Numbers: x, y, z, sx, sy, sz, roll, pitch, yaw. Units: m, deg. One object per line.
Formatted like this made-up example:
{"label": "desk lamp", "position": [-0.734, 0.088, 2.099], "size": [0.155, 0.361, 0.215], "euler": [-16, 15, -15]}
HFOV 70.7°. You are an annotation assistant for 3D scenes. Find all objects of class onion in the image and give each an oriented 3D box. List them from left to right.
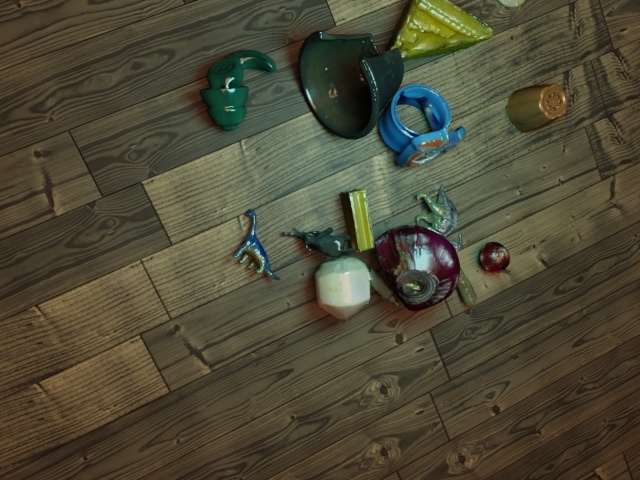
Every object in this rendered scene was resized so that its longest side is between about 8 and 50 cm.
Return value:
{"label": "onion", "position": [0.373, 0.087, 1.662], "size": [0.260, 0.282, 0.336], "euler": [-26, 101, 21]}
{"label": "onion", "position": [0.708, 0.069, 1.842], "size": [0.131, 0.131, 0.131], "euler": [-1, 95, -11]}

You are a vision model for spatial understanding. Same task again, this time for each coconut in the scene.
{"label": "coconut", "position": [0.085, 0.181, 1.679], "size": [0.224, 0.224, 0.233], "euler": [-18, 92, -9]}

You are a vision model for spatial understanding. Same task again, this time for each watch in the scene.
{"label": "watch", "position": [0.391, -0.443, 1.684], "size": [0.305, 0.241, 0.274], "euler": [-22, 82, -19]}

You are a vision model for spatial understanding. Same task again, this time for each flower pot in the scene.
{"label": "flower pot", "position": [0.129, -0.569, 1.588], "size": [0.251, 0.379, 0.379], "euler": [-38, 102, -28]}
{"label": "flower pot", "position": [0.869, -0.537, 1.791], "size": [0.191, 0.173, 0.190], "euler": [-1, 93, -12]}

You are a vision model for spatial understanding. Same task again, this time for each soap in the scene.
{"label": "soap", "position": [0.137, -0.079, 1.702], "size": [0.076, 0.135, 0.233], "euler": [-10, 98, -11]}
{"label": "soap", "position": [0.433, -0.718, 1.687], "size": [0.339, 0.169, 0.304], "euler": [24, 90, -11]}

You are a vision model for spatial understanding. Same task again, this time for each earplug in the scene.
{"label": "earplug", "position": [-0.300, -0.528, 1.584], "size": [0.257, 0.164, 0.280], "euler": [-14, 114, -46]}

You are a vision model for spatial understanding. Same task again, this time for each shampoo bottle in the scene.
{"label": "shampoo bottle", "position": [0.247, 0.192, 1.789], "size": [0.056, 0.056, 0.195], "euler": [-44, 101, -5]}

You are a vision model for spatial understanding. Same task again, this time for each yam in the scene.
{"label": "yam", "position": [0.553, 0.126, 1.842], "size": [0.066, 0.066, 0.299], "euler": [-31, 100, -7]}

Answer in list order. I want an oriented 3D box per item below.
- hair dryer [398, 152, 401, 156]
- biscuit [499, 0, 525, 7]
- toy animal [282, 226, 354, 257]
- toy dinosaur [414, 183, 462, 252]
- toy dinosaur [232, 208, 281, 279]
{"label": "hair dryer", "position": [0.349, -0.327, 1.778], "size": [0.083, 0.026, 0.047], "euler": [-5, 97, -14]}
{"label": "biscuit", "position": [0.766, -1.007, 1.802], "size": [0.152, 0.020, 0.152], "euler": [-1, 96, -12]}
{"label": "toy animal", "position": [0.003, -0.002, 1.685], "size": [0.270, 0.137, 0.082], "euler": [18, 107, 28]}
{"label": "toy dinosaur", "position": [0.465, -0.077, 1.786], "size": [0.162, 0.077, 0.294], "euler": [-7, 89, -4]}
{"label": "toy dinosaur", "position": [-0.216, 0.025, 1.676], "size": [0.248, 0.075, 0.188], "euler": [35, 80, -7]}
